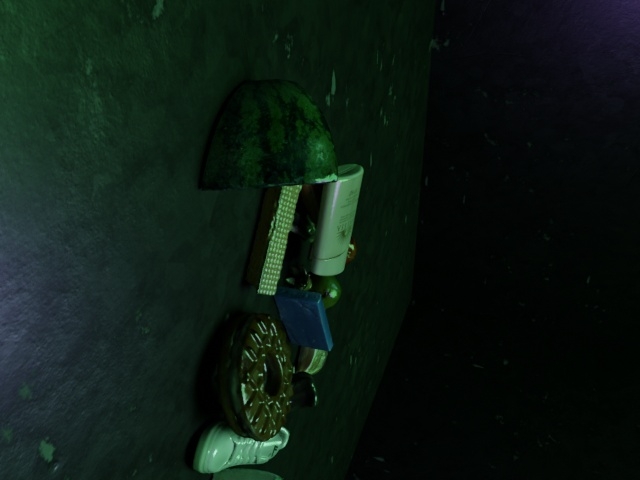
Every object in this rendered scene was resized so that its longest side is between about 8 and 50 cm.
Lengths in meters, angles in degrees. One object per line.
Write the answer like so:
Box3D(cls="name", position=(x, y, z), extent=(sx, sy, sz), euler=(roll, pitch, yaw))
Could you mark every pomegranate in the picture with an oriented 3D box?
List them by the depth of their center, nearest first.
Box3D(cls="pomegranate", position=(-0.025, 0.148, 1.863), extent=(0.191, 0.152, 0.131), euler=(46, 24, -52))

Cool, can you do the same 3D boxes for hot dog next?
Box3D(cls="hot dog", position=(-0.015, -0.157, 1.771), extent=(0.135, 0.100, 0.337), euler=(-60, 156, -24))

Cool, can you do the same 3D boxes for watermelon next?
Box3D(cls="watermelon", position=(-0.146, -0.207, 1.319), extent=(0.251, 0.293, 0.282), euler=(9, 63, -35))
Box3D(cls="watermelon", position=(-0.237, 0.751, 1.632), extent=(0.302, 0.151, 0.264), euler=(-44, 149, -31))

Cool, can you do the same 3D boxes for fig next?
Box3D(cls="fig", position=(0.066, 0.016, 2.118), extent=(0.128, 0.129, 0.150), euler=(58, 18, -66))

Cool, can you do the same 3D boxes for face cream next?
Box3D(cls="face cream", position=(0.044, -0.047, 1.758), extent=(0.174, 0.081, 0.348), euler=(-29, 135, -53))

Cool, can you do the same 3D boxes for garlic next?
Box3D(cls="garlic", position=(-0.030, 0.380, 2.098), extent=(0.129, 0.091, 0.198), euler=(10, 96, -60))

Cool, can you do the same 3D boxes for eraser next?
Box3D(cls="eraser", position=(-0.048, 0.251, 1.849), extent=(0.311, 0.144, 0.042), euler=(78, 27, -52))

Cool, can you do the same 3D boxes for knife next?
Box3D(cls="knife", position=(-0.062, -0.058, 1.777), extent=(0.365, 0.043, 0.089), euler=(38, 65, -71))

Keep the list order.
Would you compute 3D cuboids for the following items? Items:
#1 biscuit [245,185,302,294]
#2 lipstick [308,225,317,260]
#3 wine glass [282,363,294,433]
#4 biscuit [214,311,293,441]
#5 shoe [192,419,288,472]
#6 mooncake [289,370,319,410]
Box3D(cls="biscuit", position=(-0.117, -0.046, 1.560), extent=(0.094, 0.054, 0.378), euler=(16, 85, -57))
Box3D(cls="lipstick", position=(0.000, 0.000, 2.001), extent=(0.045, 0.045, 0.145), euler=(20, 83, -70))
Box3D(cls="wine glass", position=(-0.121, 0.514, 1.928), extent=(0.074, 0.074, 0.262), euler=(-31, 129, -67))
Box3D(cls="biscuit", position=(-0.161, 0.342, 1.505), extent=(0.332, 0.103, 0.331), euler=(-8, 90, -73))
Box3D(cls="shoe", position=(-0.195, 0.541, 1.557), extent=(0.363, 0.160, 0.131), euler=(19, 83, -74))
Box3D(cls="mooncake", position=(-0.092, 0.468, 1.801), extent=(0.175, 0.169, 0.104), euler=(-17, 103, -44))
